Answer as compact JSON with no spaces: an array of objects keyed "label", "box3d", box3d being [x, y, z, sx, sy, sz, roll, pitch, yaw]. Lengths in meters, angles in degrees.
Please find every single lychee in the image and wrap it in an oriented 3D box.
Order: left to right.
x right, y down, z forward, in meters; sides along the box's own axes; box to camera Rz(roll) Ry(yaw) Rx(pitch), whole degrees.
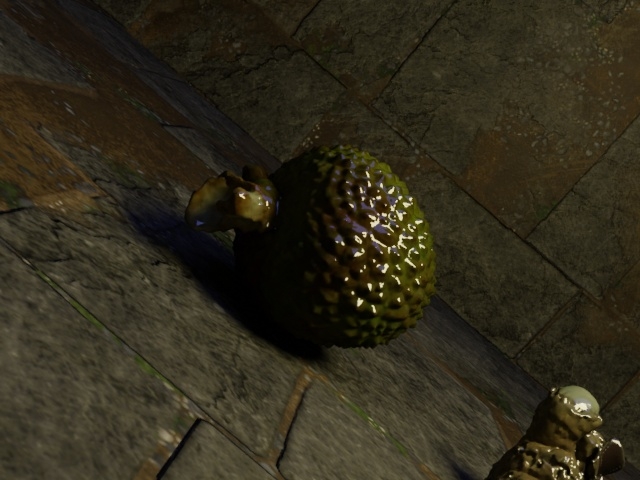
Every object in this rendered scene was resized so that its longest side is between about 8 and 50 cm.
[{"label":"lychee","box3d":[0.008,0.006,1.054,0.320,0.270,0.270,59,1,-23]}]

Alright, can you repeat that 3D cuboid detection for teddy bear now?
[{"label":"teddy bear","box3d":[0.330,0.355,1.026,0.256,0.156,0.267,41,48,4]}]
